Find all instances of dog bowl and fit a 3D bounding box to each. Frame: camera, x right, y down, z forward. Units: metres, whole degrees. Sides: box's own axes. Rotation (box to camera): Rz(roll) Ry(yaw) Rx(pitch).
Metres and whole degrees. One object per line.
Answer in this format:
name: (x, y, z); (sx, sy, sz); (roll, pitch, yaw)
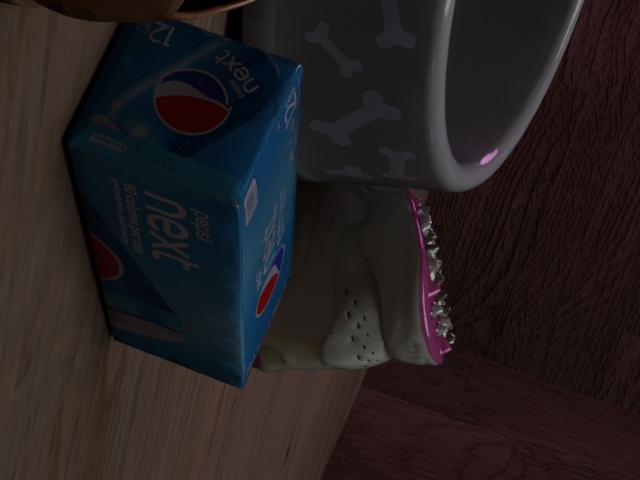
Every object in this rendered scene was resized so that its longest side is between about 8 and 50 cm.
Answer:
dog bowl: (0.082, -0.185, 0.848); (0.349, 0.102, 0.349); (-53, 154, -40)

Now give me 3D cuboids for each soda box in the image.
soda box: (-0.054, -0.008, 0.648); (0.210, 0.071, 0.067); (96, 15, -65)

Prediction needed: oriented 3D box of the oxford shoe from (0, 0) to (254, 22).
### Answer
oxford shoe: (-0.040, -0.100, 0.480); (0.212, 0.076, 0.076); (-60, 166, -68)

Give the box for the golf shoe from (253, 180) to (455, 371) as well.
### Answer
golf shoe: (-0.001, -0.015, 1.011); (0.306, 0.140, 0.115); (-102, 176, -62)
